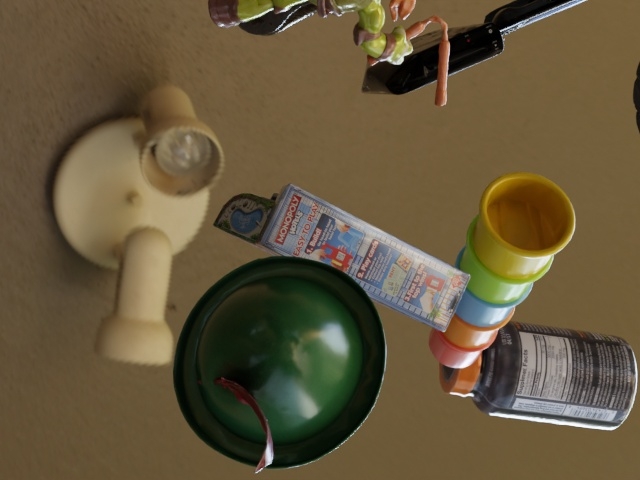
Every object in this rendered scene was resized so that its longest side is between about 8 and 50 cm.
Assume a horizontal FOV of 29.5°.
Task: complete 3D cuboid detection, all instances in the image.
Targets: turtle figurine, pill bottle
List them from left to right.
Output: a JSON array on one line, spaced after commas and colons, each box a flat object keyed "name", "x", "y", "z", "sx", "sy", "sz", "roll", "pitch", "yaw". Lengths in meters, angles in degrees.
[{"name": "turtle figurine", "x": 0.006, "y": -0.222, "z": 1.039, "sx": 0.217, "sy": 0.087, "sz": 0.270, "roll": 4, "pitch": -49, "yaw": 26}, {"name": "pill bottle", "x": 0.286, "y": 0.176, "z": 1.629, "sx": 0.245, "sy": 0.130, "sz": 0.130, "roll": 9, "pitch": -71, "yaw": -12}]

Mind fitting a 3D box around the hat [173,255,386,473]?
[{"name": "hat", "x": -0.053, "y": 0.066, "z": 0.879, "sx": 0.173, "sy": 0.208, "sz": 0.183, "roll": -62, "pitch": -29, "yaw": -11}]

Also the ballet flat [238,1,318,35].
[{"name": "ballet flat", "x": -0.022, "y": -0.289, "z": 1.383, "sx": 0.058, "sy": 0.250, "sz": 0.084, "roll": -19, "pitch": -84, "yaw": -35}]

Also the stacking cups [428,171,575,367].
[{"name": "stacking cups", "x": 0.184, "y": 0.050, "z": 1.295, "sx": 0.096, "sy": 0.096, "sz": 0.316, "roll": -14, "pitch": -27, "yaw": -13}]

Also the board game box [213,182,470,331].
[{"name": "board game box", "x": 0.000, "y": 0.000, "z": 1.091, "sx": 0.194, "sy": 0.194, "sz": 0.060, "roll": 28, "pitch": -94, "yaw": -40}]

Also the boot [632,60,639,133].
[{"name": "boot", "x": 0.355, "y": -0.045, "z": 0.701, "sx": 0.338, "sy": 0.118, "sz": 0.223, "roll": 43, "pitch": -124, "yaw": 5}]

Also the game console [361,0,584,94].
[{"name": "game console", "x": 0.220, "y": -0.254, "z": 1.432, "sx": 0.361, "sy": 0.213, "sz": 0.044, "roll": -24, "pitch": -79, "yaw": -6}]
